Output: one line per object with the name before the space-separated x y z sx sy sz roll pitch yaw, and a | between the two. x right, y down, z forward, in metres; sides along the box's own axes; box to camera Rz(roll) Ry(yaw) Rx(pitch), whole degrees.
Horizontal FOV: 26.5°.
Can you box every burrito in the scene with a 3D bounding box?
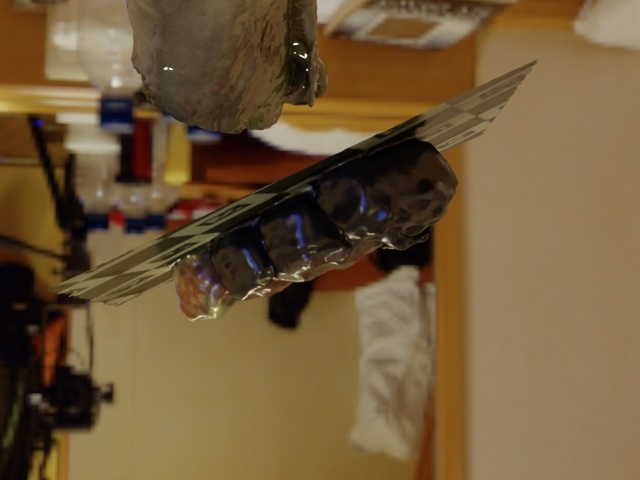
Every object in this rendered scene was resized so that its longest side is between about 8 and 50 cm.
burrito | -0.023 -0.071 0.308 0.055 0.041 0.149 -26 153 -14

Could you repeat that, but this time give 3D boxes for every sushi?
sushi | 0.000 0.000 0.965 0.339 0.069 0.320 -25 176 -3
